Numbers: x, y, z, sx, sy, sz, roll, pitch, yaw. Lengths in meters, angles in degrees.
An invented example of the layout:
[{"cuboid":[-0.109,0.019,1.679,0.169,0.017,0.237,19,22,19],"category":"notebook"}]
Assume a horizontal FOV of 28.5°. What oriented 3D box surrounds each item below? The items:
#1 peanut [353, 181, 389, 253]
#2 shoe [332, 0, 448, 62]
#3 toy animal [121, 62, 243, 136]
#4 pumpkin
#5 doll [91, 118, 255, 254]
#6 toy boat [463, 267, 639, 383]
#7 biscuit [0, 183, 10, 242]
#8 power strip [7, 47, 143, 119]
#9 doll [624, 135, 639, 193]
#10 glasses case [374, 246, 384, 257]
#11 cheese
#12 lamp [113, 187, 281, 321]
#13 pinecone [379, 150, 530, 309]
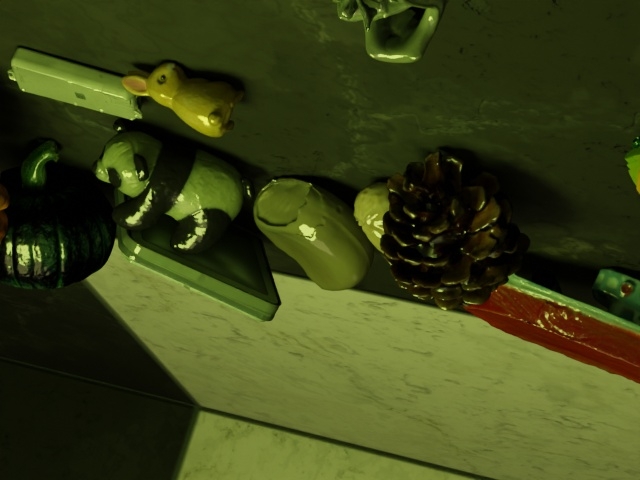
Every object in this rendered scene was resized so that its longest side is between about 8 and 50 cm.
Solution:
[{"cuboid":[0.143,-0.012,1.789,0.214,0.099,0.090,22,134,-20],"category":"peanut"},{"cuboid":[0.053,-0.265,1.115,0.109,0.149,0.293,8,160,26],"category":"shoe"},{"cuboid":[-0.186,-0.191,1.626,0.159,0.070,0.083,26,-157,12],"category":"toy animal"},{"cuboid":[-0.456,-0.051,2.045,0.248,0.248,0.248,15,160,6],"category":"pumpkin"},{"cuboid":[-0.221,-0.084,1.853,0.234,0.144,0.135,22,128,-15],"category":"doll"},{"cuboid":[0.363,0.091,1.860,0.331,0.133,0.145,20,168,23],"category":"toy boat"},{"cuboid":[-0.559,-0.116,1.850,0.110,0.318,0.312,-14,177,-32],"category":"biscuit"},{"cuboid":[-0.335,-0.214,1.731,0.192,0.035,0.081,16,160,3],"category":"power strip"},{"cuboid":[0.418,-0.048,1.455,0.134,0.106,0.186,17,148,44],"category":"doll"},{"cuboid":[0.154,0.033,1.968,0.070,0.047,0.205,13,163,43],"category":"glasses case"},{"cuboid":[0.000,0.000,1.884,0.175,0.091,0.202,14,151,43],"category":"cheese"},{"cuboid":[-0.197,0.009,1.978,0.266,0.047,0.269,27,-163,-21],"category":"lamp"},{"cuboid":[0.171,-0.016,1.649,0.179,0.184,0.205,18,134,37],"category":"pinecone"}]
